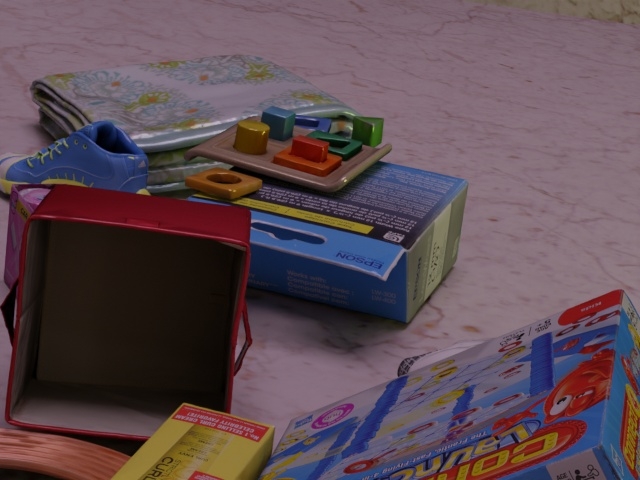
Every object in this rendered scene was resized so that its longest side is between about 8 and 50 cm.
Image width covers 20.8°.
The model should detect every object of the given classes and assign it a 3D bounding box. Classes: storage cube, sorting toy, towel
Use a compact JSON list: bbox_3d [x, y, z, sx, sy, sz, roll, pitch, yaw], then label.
[{"bbox_3d":[-0.165,0.060,1.532,0.214,0.184,0.193,7,10,-3],"label":"storage cube"},{"bbox_3d":[-0.034,-0.112,1.983,0.196,0.047,0.347,12,20,17],"label":"sorting toy"},{"bbox_3d":[-0.167,-0.165,2.289,0.374,0.090,0.320,-8,25,-23],"label":"towel"}]

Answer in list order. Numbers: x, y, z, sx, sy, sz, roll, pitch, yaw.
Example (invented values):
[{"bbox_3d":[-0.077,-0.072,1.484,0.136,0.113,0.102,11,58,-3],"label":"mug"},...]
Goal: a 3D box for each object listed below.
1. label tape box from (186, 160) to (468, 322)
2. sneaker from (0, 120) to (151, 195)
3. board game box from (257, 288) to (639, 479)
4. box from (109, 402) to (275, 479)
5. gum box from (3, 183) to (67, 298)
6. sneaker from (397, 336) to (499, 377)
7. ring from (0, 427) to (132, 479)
[{"bbox_3d":[0.000,0.000,1.921,0.249,0.115,0.348,13,22,15],"label":"label tape box"},{"bbox_3d":[-0.283,-0.093,2.033,0.240,0.126,0.091,20,22,28],"label":"sneaker"},{"bbox_3d":[0.093,0.174,1.268,0.308,0.086,0.302,-24,11,18],"label":"board game box"},{"bbox_3d":[-0.109,0.198,1.303,0.087,0.058,0.232,14,20,14],"label":"box"},{"bbox_3d":[-0.262,0.024,1.743,0.062,0.107,0.188,-1,22,-25],"label":"gum box"},{"bbox_3d":[0.190,0.123,1.701,0.235,0.090,0.095,-3,13,-32],"label":"sneaker"},{"bbox_3d":[-0.245,0.226,1.300,0.336,0.032,0.336,8,19,-3],"label":"ring"}]
